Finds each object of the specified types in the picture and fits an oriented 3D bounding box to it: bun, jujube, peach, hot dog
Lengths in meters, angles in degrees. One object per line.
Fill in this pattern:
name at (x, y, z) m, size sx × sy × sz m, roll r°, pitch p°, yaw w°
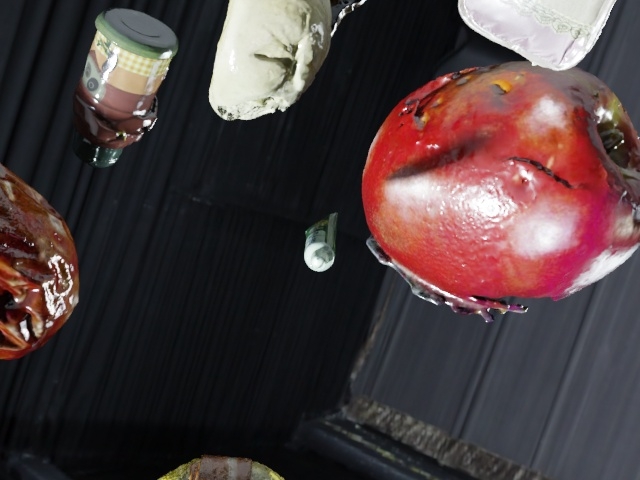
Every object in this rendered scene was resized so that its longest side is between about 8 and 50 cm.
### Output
bun at (-0.055, -0.226, 0.867) m, size 0.128 × 0.193 × 0.178 m, roll 16°, pitch -177°, yaw -11°
jujube at (-0.558, 0.011, 1.176) m, size 0.377 × 0.276 × 0.276 m, roll 45°, pitch 169°, yaw -30°
peach at (0.253, -0.083, 1.095) m, size 0.417 × 0.353 × 0.339 m, roll -22°, pitch -168°, yaw 47°
hot dog at (-0.157, 0.387, 1.156) m, size 0.262 × 0.123 × 0.093 m, roll 9°, pitch -146°, yaw -13°

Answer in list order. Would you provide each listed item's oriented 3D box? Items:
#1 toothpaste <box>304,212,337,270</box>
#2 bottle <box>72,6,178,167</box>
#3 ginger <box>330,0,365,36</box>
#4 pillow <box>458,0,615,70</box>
toothpaste at (0.000, 0.000, 0.859) m, size 0.031 × 0.049 × 0.204 m, roll 55°, pitch -172°, yaw -11°
bottle at (-0.338, -0.238, 1.240) m, size 0.143 × 0.271 × 0.156 m, roll 29°, pitch -149°, yaw -4°
ginger at (-0.051, -0.534, 1.620) m, size 0.223 × 0.269 × 0.200 m, roll 38°, pitch 173°, yaw -24°
pillow at (0.220, -0.261, 0.633) m, size 0.131 × 0.232 × 0.038 m, roll 34°, pitch -143°, yaw 6°
